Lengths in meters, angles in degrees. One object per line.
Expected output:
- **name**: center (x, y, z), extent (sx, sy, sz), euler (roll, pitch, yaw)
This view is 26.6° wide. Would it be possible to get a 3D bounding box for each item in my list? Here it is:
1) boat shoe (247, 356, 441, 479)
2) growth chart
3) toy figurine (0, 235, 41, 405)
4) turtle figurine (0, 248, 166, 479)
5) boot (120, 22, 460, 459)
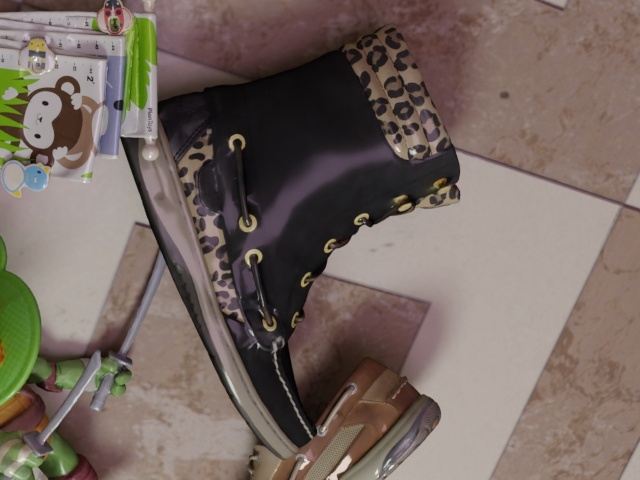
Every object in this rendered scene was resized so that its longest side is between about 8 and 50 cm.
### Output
- **boat shoe**: center (-0.019, 0.247, 1.416), extent (0.116, 0.123, 0.324), euler (46, 103, 5)
- **growth chart**: center (-0.248, -0.123, 1.166), extent (0.237, 0.021, 0.172), euler (-4, 98, 5)
- **toy figurine**: center (-0.335, 0.049, 1.131), extent (0.130, 0.173, 0.159), euler (-18, 158, 23)
- **turtle figurine**: center (-0.232, 0.187, 1.259), extent (0.274, 0.198, 0.266), euler (-17, 112, -6)
- **boot**: center (0.000, 0.000, 1.283), extent (0.284, 0.138, 0.377), euler (-24, 106, -7)
